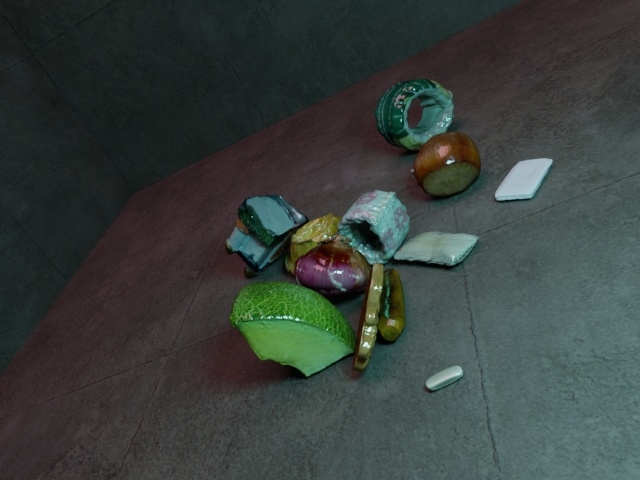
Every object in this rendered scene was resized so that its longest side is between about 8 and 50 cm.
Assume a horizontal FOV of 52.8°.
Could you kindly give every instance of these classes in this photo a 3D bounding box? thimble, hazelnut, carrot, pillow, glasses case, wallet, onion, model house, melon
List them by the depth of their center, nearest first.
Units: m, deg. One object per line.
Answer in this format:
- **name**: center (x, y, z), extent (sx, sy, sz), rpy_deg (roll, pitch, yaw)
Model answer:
- **glasses case**: center (0.263, 0.292, 1.369), extent (0.083, 0.021, 0.032), rpy_deg (-28, 25, 8)
- **carrot**: center (0.181, 0.160, 1.656), extent (0.070, 0.070, 0.260), rpy_deg (-23, 25, 17)
- **melon**: center (-0.090, 0.210, 1.721), extent (0.331, 0.226, 0.343), rpy_deg (6, 23, -13)
- **pillow**: center (0.317, 0.021, 1.772), extent (0.128, 0.051, 0.229), rpy_deg (-41, 27, -31)
- **onion**: center (0.038, 0.062, 1.813), extent (0.230, 0.163, 0.230), rpy_deg (3, 18, -1)
- **wallet**: center (0.584, -0.174, 1.852), extent (0.124, 0.032, 0.183), rpy_deg (-4, 35, 46)
- **thimble**: center (0.158, -0.042, 1.879), extent (0.185, 0.211, 0.149), rpy_deg (30, 54, 11)
- **hazelnut**: center (0.392, -0.243, 2.002), extent (0.214, 0.176, 0.214), rpy_deg (-7, 68, 17)
- **model house**: center (-0.213, 0.007, 2.203), extent (0.291, 0.184, 0.253), rpy_deg (-57, -13, 26)
- **thimble**: center (0.354, -0.472, 2.390), extent (0.288, 0.254, 0.167), rpy_deg (-37, 26, -17)

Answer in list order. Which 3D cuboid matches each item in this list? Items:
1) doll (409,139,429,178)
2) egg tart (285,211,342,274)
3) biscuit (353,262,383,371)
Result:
- **doll**: center (0.385, -0.279, 2.194), extent (0.149, 0.095, 0.192), rpy_deg (-15, 27, 28)
- **egg tart**: center (0.000, 0.000, 2.097), extent (0.290, 0.115, 0.290), rpy_deg (-25, 24, 12)
- **biscuit**: center (0.121, 0.182, 1.565), extent (0.044, 0.202, 0.288), rpy_deg (11, 39, 0)
